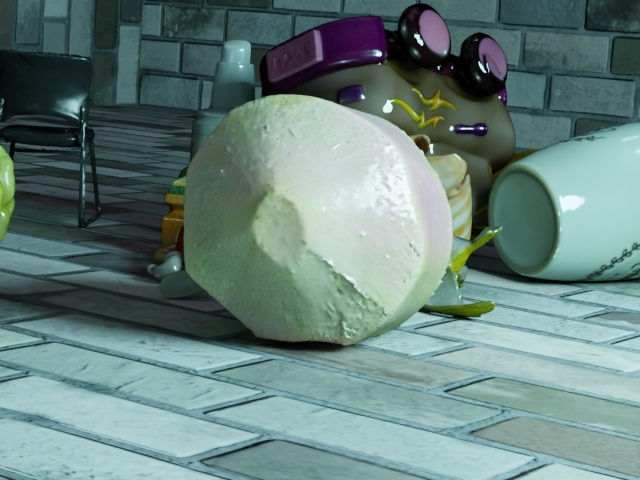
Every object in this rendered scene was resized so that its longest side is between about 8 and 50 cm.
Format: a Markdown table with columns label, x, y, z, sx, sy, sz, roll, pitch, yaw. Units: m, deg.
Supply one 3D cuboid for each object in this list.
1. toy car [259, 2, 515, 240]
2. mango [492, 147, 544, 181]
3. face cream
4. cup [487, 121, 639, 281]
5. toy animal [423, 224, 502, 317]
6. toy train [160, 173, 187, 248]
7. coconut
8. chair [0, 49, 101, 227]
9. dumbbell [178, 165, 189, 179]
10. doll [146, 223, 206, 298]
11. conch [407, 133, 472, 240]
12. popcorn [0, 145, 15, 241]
| label | x | y | z | sx | sy | sz | roll | pitch | yaw |
| --- | --- | --- | --- | --- | --- | --- | --- | --- | --- |
| toy car | 0.086 | -0.122 | 1.925 | 0.340 | 0.240 | 0.271 | 13 | -24 | -43 |
| mango | 0.311 | -0.062 | 2.184 | 0.166 | 0.136 | 0.236 | -6 | 8 | -39 |
| face cream | -0.114 | -0.126 | 1.990 | 0.101 | 0.252 | 0.101 | 4 | 8 | -1 |
| cup | 0.308 | -0.026 | 1.897 | 0.234 | 0.186 | 0.258 | -10 | -15 | -31 |
| toy animal | 0.108 | 0.018 | 1.652 | 0.155 | 0.095 | 0.219 | 9 | 7 | 4 |
| toy train | -0.092 | -0.024 | 1.824 | 0.188 | 0.099 | 0.072 | 5 | 7 | 13 |
| coconut | -0.008 | -0.013 | 1.425 | 0.233 | 0.233 | 0.245 | 7 | 1 | 20 |
| chair | -0.357 | -0.137 | 2.059 | 0.140 | 0.221 | 0.145 | 3 | 9 | -1 |
| dumbbell | -0.184 | -0.085 | 2.411 | 0.052 | 0.046 | 0.118 | 7 | 7 | -18 |
| doll | -0.094 | 0.009 | 1.671 | 0.183 | 0.085 | 0.217 | -10 | 21 | -4 |
| conch | 0.081 | -0.026 | 1.742 | 0.158 | 0.127 | 0.255 | 36 | -18 | 12 |
| popcorn | -0.404 | -0.060 | 1.477 | 0.224 | 0.270 | 0.258 | 3 | -37 | -33 |
